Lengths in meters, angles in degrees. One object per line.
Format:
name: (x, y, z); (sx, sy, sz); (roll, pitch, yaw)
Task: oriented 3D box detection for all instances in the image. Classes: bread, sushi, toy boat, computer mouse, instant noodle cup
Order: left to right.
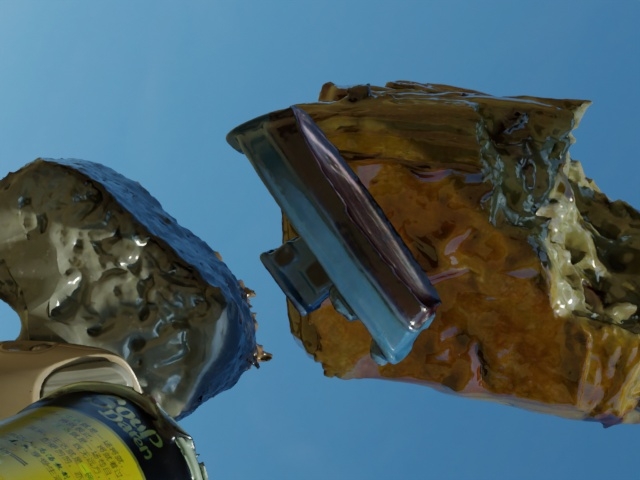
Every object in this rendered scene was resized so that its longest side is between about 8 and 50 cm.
instant noodle cup: (-0.227, 0.224, 1.081); (0.215, 0.236, 0.215); (0, -90, 19)
computer mouse: (-0.292, 0.174, 1.425); (0.236, 0.145, 0.082); (2, -157, 20)
sushi: (-0.237, 0.062, 1.546); (0.234, 0.348, 0.207); (-46, 174, 9)
toy boat: (0.000, 0.000, 1.070); (0.097, 0.100, 0.223); (-37, -96, 17)
bread: (0.157, -0.006, 1.258); (0.191, 0.370, 0.314); (-68, 161, -58)
